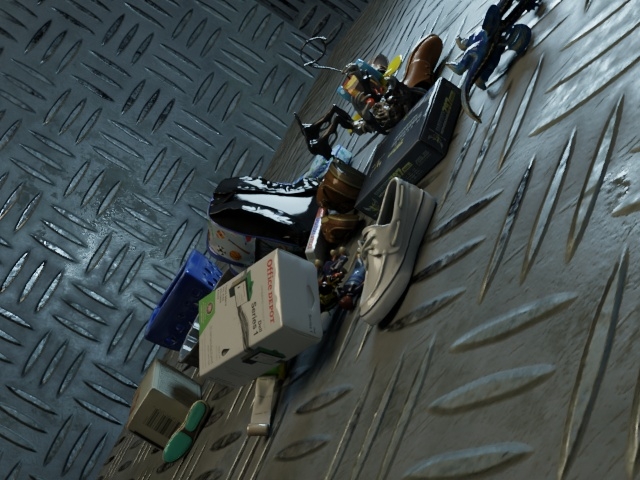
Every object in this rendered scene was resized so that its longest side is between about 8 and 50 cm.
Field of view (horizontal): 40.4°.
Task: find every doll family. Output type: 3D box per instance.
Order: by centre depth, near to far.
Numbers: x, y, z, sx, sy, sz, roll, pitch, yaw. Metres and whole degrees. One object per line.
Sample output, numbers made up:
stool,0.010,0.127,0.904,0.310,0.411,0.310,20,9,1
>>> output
doll family,0.020,0.080,1.521,0.193,0.076,0.111,-38,18,54

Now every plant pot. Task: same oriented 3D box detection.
plant pot,-0.340,0.195,2.458,0.236,0.212,0.236,-56,12,11

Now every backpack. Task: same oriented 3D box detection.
backpack,-0.131,-0.031,2.003,0.276,0.263,0.213,-73,-1,-56
backpack,0.026,-0.191,2.226,0.105,0.084,0.114,-36,21,58

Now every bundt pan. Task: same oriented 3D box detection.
bundt pan,-0.220,0.190,2.164,0.331,0.124,0.331,-55,12,17

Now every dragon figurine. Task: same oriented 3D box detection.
dragon figurine,0.285,-0.328,1.425,0.144,0.085,0.289,-48,14,46

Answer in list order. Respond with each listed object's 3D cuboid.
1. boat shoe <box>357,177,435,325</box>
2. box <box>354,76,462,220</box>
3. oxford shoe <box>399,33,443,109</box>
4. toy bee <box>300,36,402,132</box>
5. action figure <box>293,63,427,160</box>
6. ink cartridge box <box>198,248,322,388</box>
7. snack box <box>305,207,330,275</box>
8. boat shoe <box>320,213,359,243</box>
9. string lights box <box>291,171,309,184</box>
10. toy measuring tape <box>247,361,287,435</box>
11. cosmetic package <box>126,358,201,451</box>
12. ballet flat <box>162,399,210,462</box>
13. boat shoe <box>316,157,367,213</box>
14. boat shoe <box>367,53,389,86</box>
boat shoe,0.097,0.012,1.324,0.095,0.084,0.258,-45,16,49
box,0.162,-0.166,1.602,0.233,0.059,0.183,-47,17,49
oxford shoe,0.224,-0.360,1.894,0.076,0.076,0.212,10,68,50
toy bee,0.100,-0.327,1.946,0.162,0.298,0.195,47,129,42
action figure,0.087,-0.274,1.778,0.275,0.141,0.164,-26,35,5
ink cartridge box,-0.108,0.136,1.499,0.219,0.092,0.160,-34,46,33
snack box,0.000,0.000,1.869,0.022,0.064,0.178,-9,31,17
boat shoe,0.040,-0.023,1.778,0.178,0.064,0.060,172,98,-78
string lights box,-0.065,-0.092,2.376,0.133,0.076,0.259,-62,11,-14
toy measuring tape,-0.101,0.206,1.594,0.121,0.121,0.330,-52,16,29
cosmetic package,-0.402,0.428,2.253,0.129,0.153,0.296,-57,9,1
ballet flat,-0.311,0.457,2.060,0.168,0.057,0.052,-56,-18,-8
boat shoe,0.050,-0.104,1.852,0.104,0.110,0.307,-62,1,7
boat shoe,0.158,-0.443,2.384,0.073,0.073,0.207,-43,26,49
